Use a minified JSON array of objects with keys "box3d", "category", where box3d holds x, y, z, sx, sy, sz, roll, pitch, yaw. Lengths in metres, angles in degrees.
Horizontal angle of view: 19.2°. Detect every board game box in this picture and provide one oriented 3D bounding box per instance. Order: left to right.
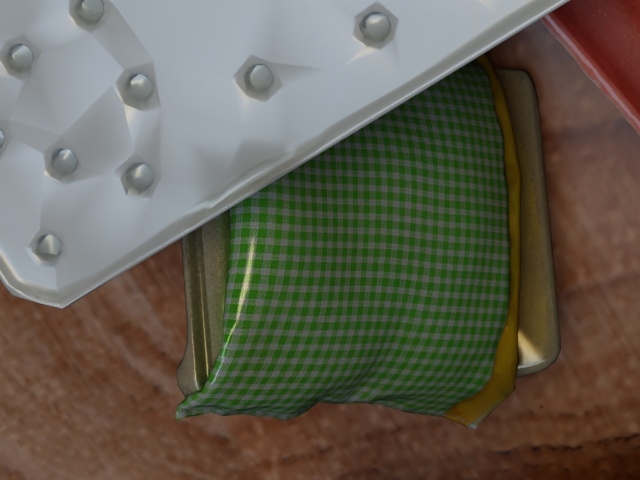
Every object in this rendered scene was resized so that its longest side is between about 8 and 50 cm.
[{"box3d":[-0.038,-0.234,0.592,0.390,0.050,0.390,-31,96,18],"category":"board game box"}]

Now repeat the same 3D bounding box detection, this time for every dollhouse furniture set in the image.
[{"box3d":[0.066,0.048,0.707,0.151,0.197,0.301,-11,81,39],"category":"dollhouse furniture set"}]

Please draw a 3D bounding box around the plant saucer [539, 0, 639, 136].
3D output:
[{"box3d":[0.214,-0.109,0.627,0.259,0.048,0.258,-40,93,25],"category":"plant saucer"}]
